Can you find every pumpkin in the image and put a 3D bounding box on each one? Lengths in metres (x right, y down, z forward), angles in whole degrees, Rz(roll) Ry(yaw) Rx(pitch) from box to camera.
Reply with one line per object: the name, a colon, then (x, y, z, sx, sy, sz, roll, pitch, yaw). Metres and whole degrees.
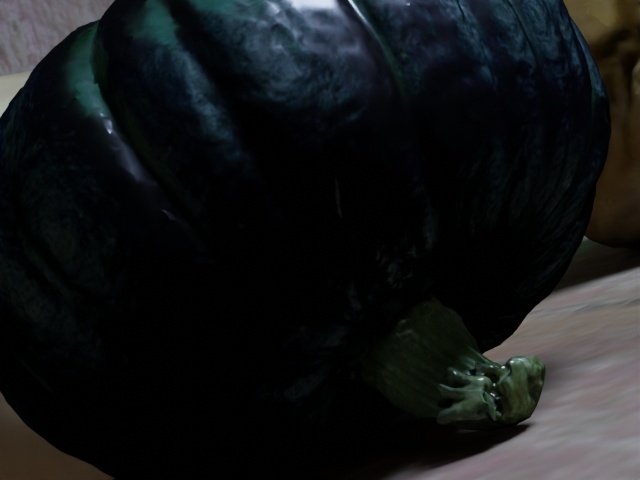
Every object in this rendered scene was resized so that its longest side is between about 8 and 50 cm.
pumpkin: (-0.008, -0.010, 0.453, 0.194, 0.150, 0.194, -14, -7, -2)

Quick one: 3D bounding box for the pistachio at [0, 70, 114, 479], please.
pistachio: (-0.115, 0.025, 0.628, 0.299, 0.187, 0.187, -15, 2, 6)

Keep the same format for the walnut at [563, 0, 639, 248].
walnut: (0.154, -0.096, 0.722, 0.213, 0.213, 0.213, -21, 1, 1)
